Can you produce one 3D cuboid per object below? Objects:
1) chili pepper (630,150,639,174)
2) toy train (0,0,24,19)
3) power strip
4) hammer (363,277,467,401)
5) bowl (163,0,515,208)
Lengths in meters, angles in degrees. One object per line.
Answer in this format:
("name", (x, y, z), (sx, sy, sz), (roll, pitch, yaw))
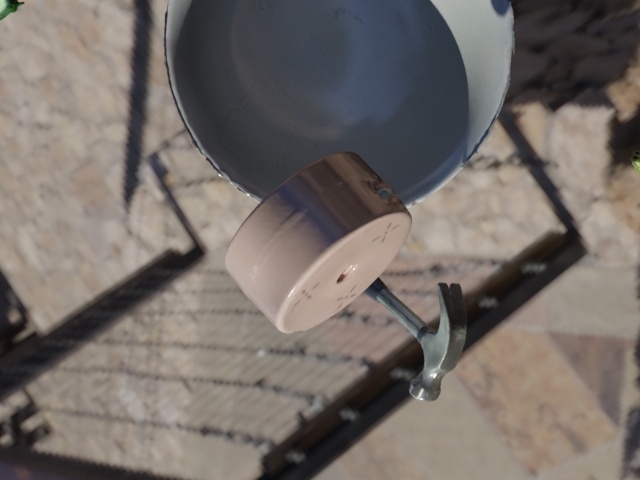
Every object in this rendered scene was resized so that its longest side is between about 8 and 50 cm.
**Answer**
("chili pepper", (0.382, -0.068, 1.832), (0.083, 0.022, 0.027), (53, -175, -17))
("toy train", (-0.407, -0.275, 1.573), (0.159, 0.272, 0.188), (46, -169, -37))
("power strip", (0.000, 0.000, 1.332), (0.078, 0.154, 0.154), (48, 150, 19))
("hammer", (0.050, 0.038, 1.475), (0.246, 0.029, 0.103), (44, 120, 42))
("bowl", (0.004, -0.196, 1.572), (0.345, 0.345, 0.157), (63, 171, -13))
